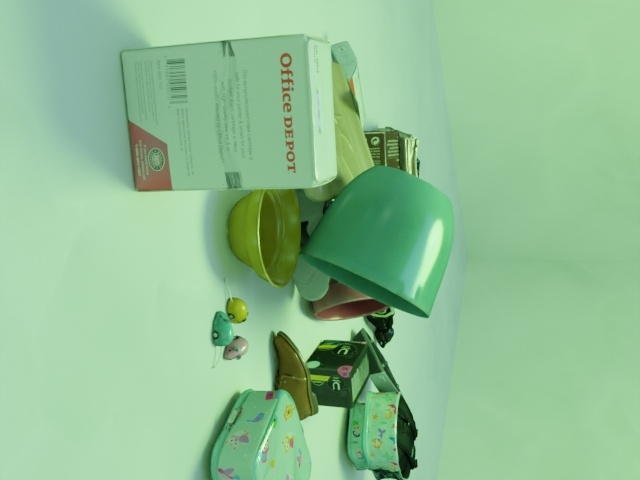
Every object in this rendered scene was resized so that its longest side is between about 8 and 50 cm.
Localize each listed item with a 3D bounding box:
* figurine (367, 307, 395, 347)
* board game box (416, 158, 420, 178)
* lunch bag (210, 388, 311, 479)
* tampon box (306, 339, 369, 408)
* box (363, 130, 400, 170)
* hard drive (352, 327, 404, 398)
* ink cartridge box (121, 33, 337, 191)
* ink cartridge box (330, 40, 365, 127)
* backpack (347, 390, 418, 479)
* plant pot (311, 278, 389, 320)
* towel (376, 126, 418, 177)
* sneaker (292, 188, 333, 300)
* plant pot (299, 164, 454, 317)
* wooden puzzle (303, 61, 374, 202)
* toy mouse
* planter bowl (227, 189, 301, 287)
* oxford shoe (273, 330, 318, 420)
[{"bbox_3d":[0.204,0.205,2.399,0.209,0.092,0.214,78,20,-53],"label":"figurine"},{"bbox_3d":[0.267,-0.174,2.447,0.165,0.042,0.243,-118,-156,-58],"label":"board game box"},{"bbox_3d":[-0.111,0.428,1.414,0.224,0.108,0.279,-61,145,-50],"label":"lunch bag"},{"bbox_3d":[0.041,0.321,1.839,0.161,0.120,0.101,-44,132,-65],"label":"tampon box"},{"bbox_3d":[0.145,-0.112,2.123,0.191,0.143,0.381,-22,110,-71],"label":"box"},{"bbox_3d":[0.168,0.371,2.214,0.172,0.054,0.254,64,4,33],"label":"hard drive"},{"bbox_3d":[-0.126,-0.178,1.090,0.117,0.283,0.207,-31,119,-68],"label":"ink cartridge box"},{"bbox_3d":[0.092,-0.361,1.918,0.189,0.066,0.232,76,-9,-52],"label":"ink cartridge box"},{"bbox_3d":[0.175,0.540,2.127,0.253,0.191,0.225,75,20,-57],"label":"backpack"},{"bbox_3d":[0.067,0.083,1.836,0.201,0.201,0.180,39,39,-67],"label":"plant pot"},{"bbox_3d":[0.242,-0.179,2.313,0.332,0.053,0.316,-126,-150,-73],"label":"towel"},{"bbox_3d":[0.000,0.000,1.743,0.153,0.101,0.268,-4,92,-69],"label":"sneaker"},{"bbox_3d":[0.136,-0.010,1.548,0.235,0.293,0.293,-64,156,-8],"label":"plant pot"},{"bbox_3d":[-0.006,-0.245,1.675,0.348,0.081,0.322,-20,92,-64],"label":"wooden puzzle"},{"bbox_3d":[-0.160,0.176,1.384,0.143,0.031,0.161,-71,154,-44],"label":"toy mouse"},{"bbox_3d":[-0.115,-0.019,1.425,0.217,0.090,0.217,0,90,-72],"label":"planter bowl"},{"bbox_3d":[-0.066,0.295,1.617,0.076,0.076,0.212,-24,107,-26],"label":"oxford shoe"}]
